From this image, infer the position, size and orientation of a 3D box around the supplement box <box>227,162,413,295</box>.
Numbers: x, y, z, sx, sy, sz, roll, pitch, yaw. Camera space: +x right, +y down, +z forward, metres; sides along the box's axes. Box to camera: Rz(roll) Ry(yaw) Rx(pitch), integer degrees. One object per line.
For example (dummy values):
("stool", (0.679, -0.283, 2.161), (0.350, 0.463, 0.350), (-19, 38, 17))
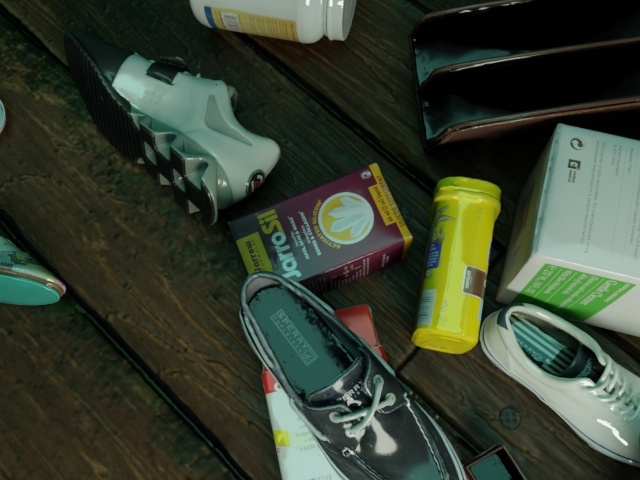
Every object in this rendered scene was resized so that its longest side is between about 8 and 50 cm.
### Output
("supplement box", (0.000, 0.000, 0.797), (0.188, 0.081, 0.104), (-22, 71, -4))

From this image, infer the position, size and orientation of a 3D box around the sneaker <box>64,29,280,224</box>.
("sneaker", (-0.187, -0.165, 0.860), (0.330, 0.122, 0.146), (43, 60, 16))

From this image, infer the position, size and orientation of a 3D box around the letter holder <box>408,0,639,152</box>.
("letter holder", (0.269, -0.200, 0.761), (0.302, 0.214, 0.152), (-8, 93, 1))

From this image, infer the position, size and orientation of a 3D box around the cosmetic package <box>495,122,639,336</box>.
("cosmetic package", (0.393, 0.018, 0.711), (0.365, 0.197, 0.155), (14, 72, 9))

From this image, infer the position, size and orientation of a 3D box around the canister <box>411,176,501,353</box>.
("canister", (0.148, 0.032, 0.756), (0.073, 0.126, 0.170), (10, 74, 6))

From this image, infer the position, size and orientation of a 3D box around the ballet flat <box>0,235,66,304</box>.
("ballet flat", (-0.413, 0.036, 0.818), (0.221, 0.077, 0.079), (-3, 51, 2))

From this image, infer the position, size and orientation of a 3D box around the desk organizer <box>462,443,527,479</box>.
("desk organizer", (0.204, 0.280, 0.705), (0.047, 0.050, 0.130), (-30, 72, -7))

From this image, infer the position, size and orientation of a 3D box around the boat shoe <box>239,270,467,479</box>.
("boat shoe", (0.027, 0.147, 0.649), (0.108, 0.102, 0.301), (-37, 73, -10))

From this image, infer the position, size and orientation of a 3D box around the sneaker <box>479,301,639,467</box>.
("sneaker", (0.286, 0.157, 0.721), (0.258, 0.091, 0.094), (30, 75, 13))

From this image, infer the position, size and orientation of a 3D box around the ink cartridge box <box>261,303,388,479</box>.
("ink cartridge box", (0.018, 0.197, 0.729), (0.134, 0.078, 0.231), (-12, 71, -2))

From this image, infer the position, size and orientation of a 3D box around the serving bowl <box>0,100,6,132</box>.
("serving bowl", (-0.457, -0.158, 0.902), (0.083, 0.027, 0.083), (2, 68, -4))

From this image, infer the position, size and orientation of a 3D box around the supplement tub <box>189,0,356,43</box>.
("supplement tub", (-0.056, -0.337, 0.884), (0.199, 0.144, 0.144), (12, 72, 7))
